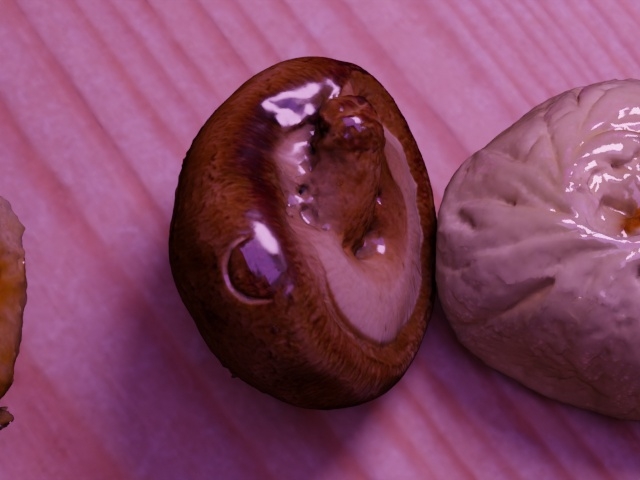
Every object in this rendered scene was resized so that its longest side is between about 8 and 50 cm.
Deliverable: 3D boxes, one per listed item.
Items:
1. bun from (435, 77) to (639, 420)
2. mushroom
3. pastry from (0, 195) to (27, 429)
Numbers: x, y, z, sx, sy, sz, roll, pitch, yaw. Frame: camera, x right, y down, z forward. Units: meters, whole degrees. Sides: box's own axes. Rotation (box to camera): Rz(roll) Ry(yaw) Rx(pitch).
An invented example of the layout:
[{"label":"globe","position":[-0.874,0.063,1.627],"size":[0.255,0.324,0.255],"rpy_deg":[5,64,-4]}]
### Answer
[{"label":"bun","position":[0.201,0.007,1.038],"size":[0.244,0.153,0.244],"rpy_deg":[1,77,-5]},{"label":"mushroom","position":[-0.014,0.000,1.014],"size":[0.138,0.194,0.231],"rpy_deg":[1,40,23]},{"label":"pastry","position":[-0.302,0.040,0.975],"size":[0.257,0.121,0.236],"rpy_deg":[-20,89,-34]}]
